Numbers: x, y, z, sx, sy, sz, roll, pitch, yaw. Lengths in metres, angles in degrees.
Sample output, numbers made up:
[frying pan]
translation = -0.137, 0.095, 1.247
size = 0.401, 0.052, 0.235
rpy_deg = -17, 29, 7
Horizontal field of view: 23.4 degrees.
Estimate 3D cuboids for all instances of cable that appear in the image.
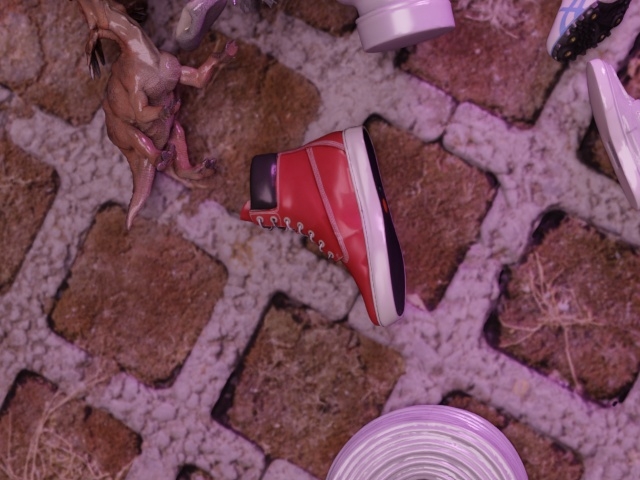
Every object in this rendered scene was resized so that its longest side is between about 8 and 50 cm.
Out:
[cable]
translation = 0.126, 0.327, 1.846
size = 0.257, 0.089, 0.257
rpy_deg = 6, 94, 11

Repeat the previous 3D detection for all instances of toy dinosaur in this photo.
[toy dinosaur]
translation = -0.225, -0.174, 1.877
size = 0.200, 0.127, 0.295
rpy_deg = 24, 119, 29

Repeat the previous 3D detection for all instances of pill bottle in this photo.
[pill bottle]
translation = 0.069, -0.363, 1.792
size = 0.152, 0.152, 0.272
rpy_deg = -14, 90, 12

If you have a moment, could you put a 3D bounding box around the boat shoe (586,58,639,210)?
[boat shoe]
translation = 0.363, -0.129, 1.793
size = 0.063, 0.066, 0.184
rpy_deg = -21, 86, -3

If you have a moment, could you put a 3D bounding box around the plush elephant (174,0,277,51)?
[plush elephant]
translation = -0.136, -0.363, 1.714
size = 0.330, 0.255, 0.272
rpy_deg = 36, 86, -21

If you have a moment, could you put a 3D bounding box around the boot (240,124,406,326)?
[boot]
translation = 0.000, 0.000, 1.860
size = 0.176, 0.088, 0.244
rpy_deg = -16, 82, 12

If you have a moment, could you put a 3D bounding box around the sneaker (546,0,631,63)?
[sneaker]
translation = 0.325, -0.317, 1.788
size = 0.086, 0.085, 0.237
rpy_deg = 36, 104, 34
